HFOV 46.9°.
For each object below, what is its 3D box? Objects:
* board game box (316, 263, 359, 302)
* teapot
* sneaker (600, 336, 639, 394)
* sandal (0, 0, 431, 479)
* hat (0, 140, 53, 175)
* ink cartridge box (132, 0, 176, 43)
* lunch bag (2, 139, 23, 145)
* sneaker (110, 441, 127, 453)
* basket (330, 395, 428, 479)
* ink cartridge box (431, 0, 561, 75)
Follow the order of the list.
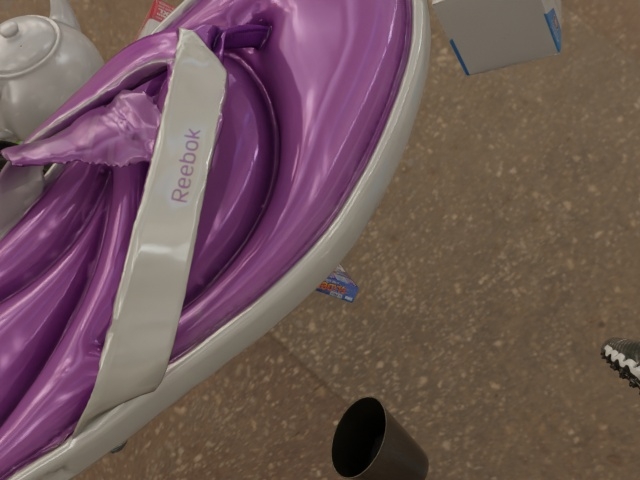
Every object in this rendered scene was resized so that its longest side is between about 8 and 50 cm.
[{"bbox_3d":[-0.013,0.055,1.443,0.136,0.201,0.035,20,99,-14],"label":"board game box"},{"bbox_3d":[-0.524,-0.311,1.332,0.253,0.187,0.256,-24,58,-5],"label":"teapot"},{"bbox_3d":[0.426,0.145,0.850,0.078,0.234,0.106,44,85,-17],"label":"sneaker"},{"bbox_3d":[-0.104,0.000,0.340,0.169,0.102,0.416,40,88,24],"label":"sandal"},{"bbox_3d":[-0.487,-0.070,1.105,0.331,0.134,0.331,15,32,-10],"label":"hat"},{"bbox_3d":[-0.236,-0.189,1.023,0.100,0.172,0.237,23,44,-23],"label":"ink cartridge box"},{"bbox_3d":[-0.660,-0.164,1.765,0.176,0.219,0.090,32,83,43],"label":"lunch bag"},{"bbox_3d":[-0.469,0.303,1.442,0.110,0.122,0.283,-26,62,-30],"label":"sneaker"},{"bbox_3d":[0.156,0.523,1.818,0.227,0.154,0.204,41,57,-38],"label":"basket"},{"bbox_3d":[0.308,-0.438,1.259,0.171,0.168,0.232,49,44,-42],"label":"ink cartridge box"}]
